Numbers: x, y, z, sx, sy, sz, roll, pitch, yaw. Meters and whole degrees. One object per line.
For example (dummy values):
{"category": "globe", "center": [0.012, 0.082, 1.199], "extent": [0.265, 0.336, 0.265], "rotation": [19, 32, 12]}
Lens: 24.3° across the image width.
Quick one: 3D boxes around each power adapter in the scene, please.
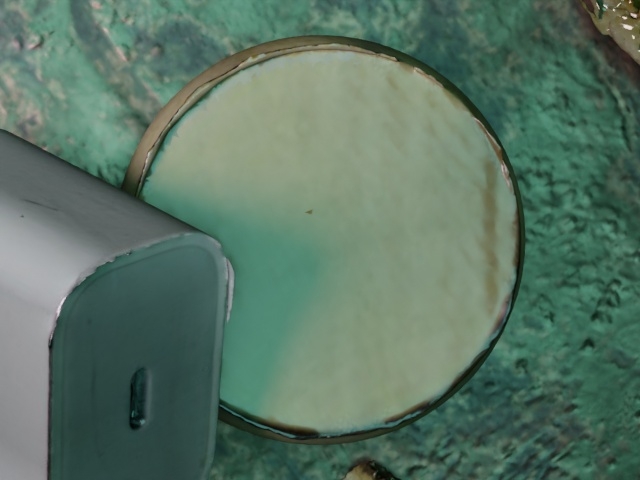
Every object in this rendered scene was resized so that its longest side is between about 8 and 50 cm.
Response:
{"category": "power adapter", "center": [-0.184, 0.043, 0.864], "extent": [0.124, 0.255, 0.187], "rotation": [-19, 125, -44]}

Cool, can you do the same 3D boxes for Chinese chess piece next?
{"category": "Chinese chess piece", "center": [0.000, 0.000, 0.932], "extent": [0.257, 0.104, 0.257], "rotation": [0, 92, -6]}

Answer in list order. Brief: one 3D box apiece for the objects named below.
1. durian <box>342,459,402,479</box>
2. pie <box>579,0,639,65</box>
{"category": "durian", "center": [0.031, 0.210, 0.967], "extent": [0.066, 0.052, 0.130], "rotation": [11, 91, -3]}
{"category": "pie", "center": [0.294, -0.213, 0.978], "extent": [0.274, 0.055, 0.274], "rotation": [0, 87, -2]}
